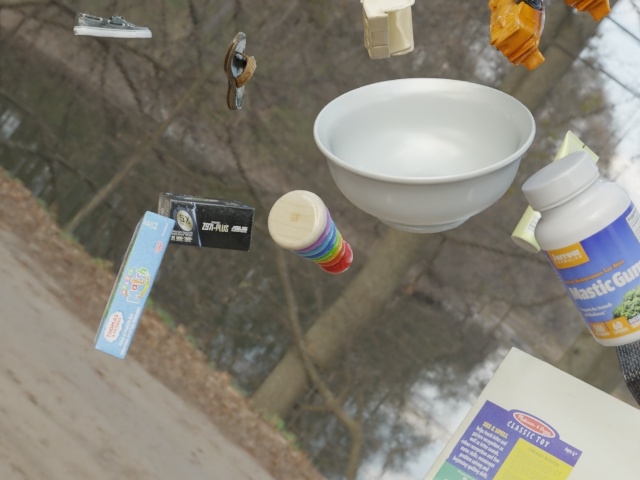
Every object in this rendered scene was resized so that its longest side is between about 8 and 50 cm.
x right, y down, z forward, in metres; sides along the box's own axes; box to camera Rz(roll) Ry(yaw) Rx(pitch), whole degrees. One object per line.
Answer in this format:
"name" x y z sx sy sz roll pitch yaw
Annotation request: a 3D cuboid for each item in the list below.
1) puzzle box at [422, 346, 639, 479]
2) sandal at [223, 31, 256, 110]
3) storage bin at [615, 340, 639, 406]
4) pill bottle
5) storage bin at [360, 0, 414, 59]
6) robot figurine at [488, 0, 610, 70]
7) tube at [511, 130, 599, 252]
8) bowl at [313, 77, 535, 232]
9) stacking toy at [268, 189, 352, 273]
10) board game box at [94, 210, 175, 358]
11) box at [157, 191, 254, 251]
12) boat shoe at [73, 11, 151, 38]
"puzzle box" 0.376 0.340 1.429 0.408 0.272 0.052 27 -33 24
"sandal" -0.173 -0.369 2.318 0.060 0.090 0.219 16 -42 10
"storage bin" 0.704 0.258 2.282 0.122 0.084 0.180 50 28 -35
"pill bottle" 0.417 0.009 1.573 0.272 0.152 0.152 57 1 -9
"storage bin" 0.154 -0.596 2.462 0.123 0.261 0.262 -5 -13 3
"robot figurine" 0.292 -0.344 1.324 0.085 0.211 0.291 41 38 -19
"tube" 0.456 -0.090 2.041 0.062 0.240 0.070 28 -10 25
"bowl" 0.139 -0.102 1.429 0.298 0.297 0.134 42 -37 47
"stacking toy" 0.000 0.000 2.486 0.141 0.141 0.330 40 -1 28
"board game box" -0.221 0.053 1.227 0.039 0.160 0.211 20 -8 -10
"box" -0.208 -0.035 1.856 0.147 0.078 0.180 6 5 -15
"boat shoe" -0.365 -0.378 1.850 0.142 0.040 0.049 -3 8 -32
